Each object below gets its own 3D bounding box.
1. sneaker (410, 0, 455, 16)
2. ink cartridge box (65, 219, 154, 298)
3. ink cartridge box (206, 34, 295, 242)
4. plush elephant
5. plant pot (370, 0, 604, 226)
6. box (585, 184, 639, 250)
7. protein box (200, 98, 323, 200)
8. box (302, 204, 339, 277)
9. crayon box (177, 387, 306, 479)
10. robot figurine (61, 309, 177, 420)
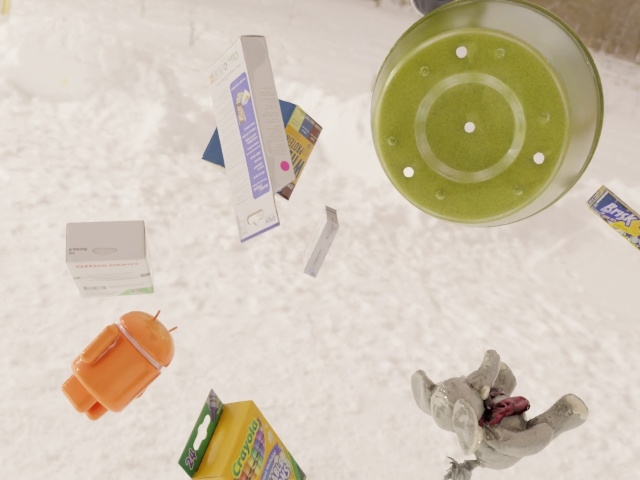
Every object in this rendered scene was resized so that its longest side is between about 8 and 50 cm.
[{"bbox_3d":[0.251,-0.564,1.593,0.126,0.321,0.127,3,43,-9],"label":"sneaker"},{"bbox_3d":[-0.576,0.054,2.263,0.211,0.121,0.289,-3,-22,-9],"label":"ink cartridge box"},{"bbox_3d":[-0.133,-0.192,1.593,0.069,0.371,0.176,-6,-9,-31],"label":"ink cartridge box"},{"bbox_3d":[0.337,0.350,1.730,0.272,0.330,0.255,33,-18,55],"label":"plush elephant"},{"bbox_3d":[0.219,-0.166,1.143,0.366,0.366,0.353,19,16,10],"label":"plant pot"},{"bbox_3d":[0.677,-0.047,1.824,0.169,0.059,0.054,39,20,-4],"label":"box"},{"bbox_3d":[-0.141,-0.234,1.972,0.200,0.201,0.136,22,-6,32],"label":"protein box"},{"bbox_3d":[0.000,0.000,2.058,0.038,0.145,0.186,23,13,-8],"label":"box"},{"bbox_3d":[-0.156,0.492,1.747,0.083,0.323,0.203,-14,33,27],"label":"crayon box"},{"bbox_3d":[-0.349,0.215,1.447,0.158,0.219,0.128,49,-10,-18],"label":"robot figurine"}]
